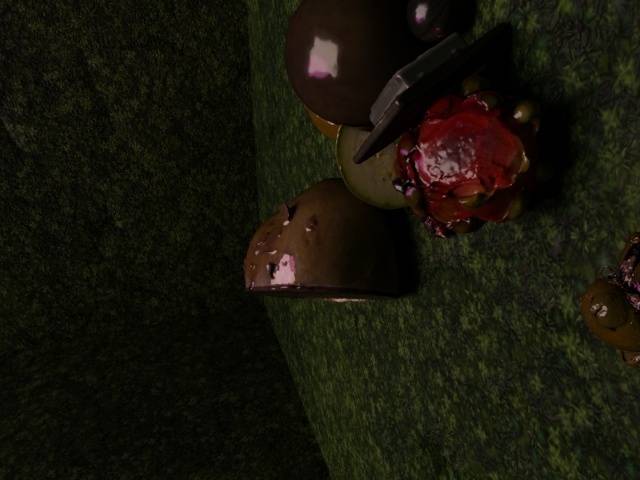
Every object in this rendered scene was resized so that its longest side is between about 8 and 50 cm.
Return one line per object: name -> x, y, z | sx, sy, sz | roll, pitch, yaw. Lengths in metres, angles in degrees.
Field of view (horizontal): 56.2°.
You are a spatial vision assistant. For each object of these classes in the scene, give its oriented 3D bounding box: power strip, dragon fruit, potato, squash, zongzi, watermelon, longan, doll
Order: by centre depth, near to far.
doll -> 0.382, 0.054, 0.717 | 0.137, 0.097, 0.209 | -106, 21, -44
dragon fruit -> 0.224, -0.132, 0.959 | 0.307, 0.243, 0.227 | 27, 86, 49
power strip -> 0.166, -0.259, 1.025 | 0.092, 0.257, 0.251 | 53, 160, -2
watermelon -> 0.211, -0.410, 1.053 | 0.133, 0.105, 0.105 | 146, 114, -64
longan -> 0.075, -0.381, 1.220 | 0.319, 0.319, 0.319 | 171, 90, -75
zongzi -> 0.230, -0.042, 1.256 | 0.067, 0.073, 0.083 | -72, -24, -82
squash -> 0.136, -0.148, 1.311 | 0.155, 0.237, 0.204 | -63, -4, -60
potato -> 0.000, 0.000, 1.566 | 0.442, 0.385, 0.319 | 159, 116, -63

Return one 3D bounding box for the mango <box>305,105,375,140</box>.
mango -> 0.043, -0.390, 1.497 | 0.331, 0.195, 0.142 | 65, -163, 13
